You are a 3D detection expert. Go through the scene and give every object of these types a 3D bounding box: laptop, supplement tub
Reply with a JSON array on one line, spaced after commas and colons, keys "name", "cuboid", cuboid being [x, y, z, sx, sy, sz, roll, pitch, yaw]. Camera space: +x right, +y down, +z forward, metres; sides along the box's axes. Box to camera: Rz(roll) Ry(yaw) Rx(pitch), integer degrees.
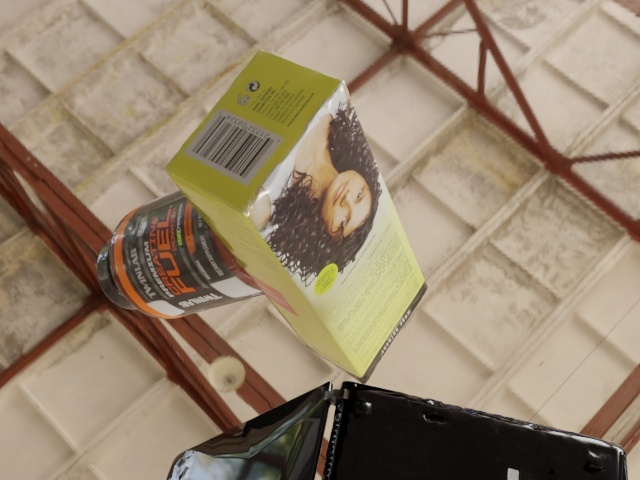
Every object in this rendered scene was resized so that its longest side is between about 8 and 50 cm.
[{"name": "laptop", "cuboid": [0.017, 0.209, 0.460, 0.264, 0.136, 0.234, 12, -135, 2]}, {"name": "supplement tub", "cuboid": [-0.103, 0.008, 0.722, 0.198, 0.106, 0.106, -18, -131, 41]}]

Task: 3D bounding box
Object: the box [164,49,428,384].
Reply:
[{"name": "box", "cuboid": [0.000, 0.000, 0.507, 0.058, 0.232, 0.087, 27, -106, 28]}]
